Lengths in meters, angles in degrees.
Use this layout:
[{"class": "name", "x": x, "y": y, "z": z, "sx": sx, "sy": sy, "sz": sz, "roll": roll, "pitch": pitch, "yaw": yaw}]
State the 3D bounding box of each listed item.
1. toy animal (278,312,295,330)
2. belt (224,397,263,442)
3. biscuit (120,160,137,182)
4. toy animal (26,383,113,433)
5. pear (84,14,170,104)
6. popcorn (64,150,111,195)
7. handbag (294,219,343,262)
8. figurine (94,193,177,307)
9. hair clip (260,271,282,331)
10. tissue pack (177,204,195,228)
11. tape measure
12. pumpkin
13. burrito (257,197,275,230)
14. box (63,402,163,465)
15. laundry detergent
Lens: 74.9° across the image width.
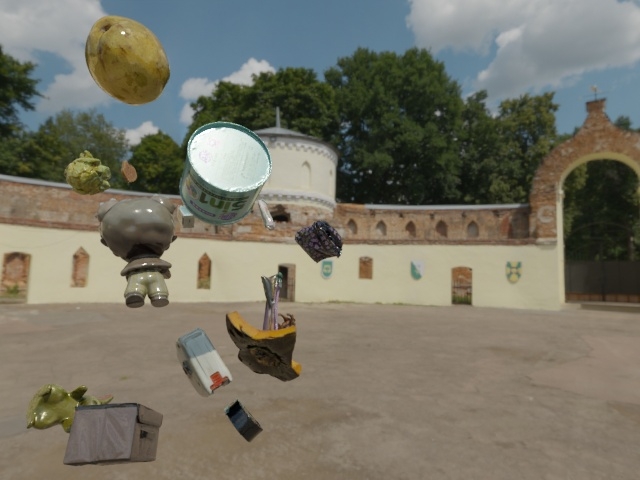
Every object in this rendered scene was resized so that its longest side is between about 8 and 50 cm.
[{"class": "toy animal", "x": -0.212, "y": 0.498, "z": 2.195, "sx": 0.224, "sy": 0.229, "sz": 0.066, "roll": -38, "pitch": 45, "yaw": -18}, {"class": "belt", "x": -0.299, "y": 0.683, "z": 1.596, "sx": 0.078, "sy": 0.151, "sz": 0.198, "roll": -41, "pitch": 13, "yaw": -19}, {"class": "biscuit", "x": -1.036, "y": -0.372, "z": 2.251, "sx": 0.023, "sy": 0.118, "sz": 0.140, "roll": -16, "pitch": 12, "yaw": 5}, {"class": "toy animal", "x": -1.004, "y": 0.702, "z": 1.738, "sx": 0.363, "sy": 0.180, "sz": 0.180, "roll": 20, "pitch": -29, "yaw": -27}, {"class": "pear", "x": -0.739, "y": -0.685, "z": 1.611, "sx": 0.315, "sy": 0.313, "sz": 0.314, "roll": 1, "pitch": -5, "yaw": 0}, {"class": "popcorn", "x": -1.060, "y": -0.301, "z": 1.912, "sx": 0.167, "sy": 0.187, "sz": 0.185, "roll": -7, "pitch": -41, "yaw": 10}, {"class": "handbag", "x": 0.000, "y": 0.000, "z": 2.119, "sx": 0.208, "sy": 0.126, "sz": 0.228, "roll": -21, "pitch": -61, "yaw": 37}, {"class": "figurine", "x": -0.559, "y": 0.023, "z": 1.298, "sx": 0.249, "sy": 0.379, "sz": 0.203, "roll": -10, "pitch": -22, "yaw": -17}, {"class": "hair clip", "x": -0.206, "y": 0.304, "z": 1.714, "sx": 0.110, "sy": 0.357, "sz": 0.095, "roll": -12, "pitch": -25, "yaw": 19}, {"class": "tissue pack", "x": -0.602, "y": -0.108, "z": 1.871, "sx": 0.059, "sy": 0.074, "sz": 0.094, "roll": -9, "pitch": 38, "yaw": -34}, {"class": "tape measure", "x": -0.475, "y": 0.497, "z": 1.661, "sx": 0.130, "sy": 0.258, "sz": 0.265, "roll": -27, "pitch": -18, "yaw": -34}, {"class": "pumpkin", "x": -0.179, "y": 0.358, "z": 1.358, "sx": 0.259, "sy": 0.095, "sz": 0.290, "roll": 14, "pitch": -44, "yaw": 22}, {"class": "burrito", "x": -0.297, "y": -0.138, "z": 2.274, "sx": 0.064, "sy": 0.203, "sz": 0.064, "roll": -18, "pitch": -29, "yaw": -10}, {"class": "box", "x": -0.607, "y": 0.587, "z": 1.254, "sx": 0.189, "sy": 0.153, "sz": 0.252, "roll": 0, "pitch": -28, "yaw": -6}, {"class": "laundry detergent", "x": -0.356, "y": -0.223, "z": 1.525, "sx": 0.288, "sy": 0.286, "sz": 0.305, "roll": 3, "pitch": -26, "yaw": -24}]
